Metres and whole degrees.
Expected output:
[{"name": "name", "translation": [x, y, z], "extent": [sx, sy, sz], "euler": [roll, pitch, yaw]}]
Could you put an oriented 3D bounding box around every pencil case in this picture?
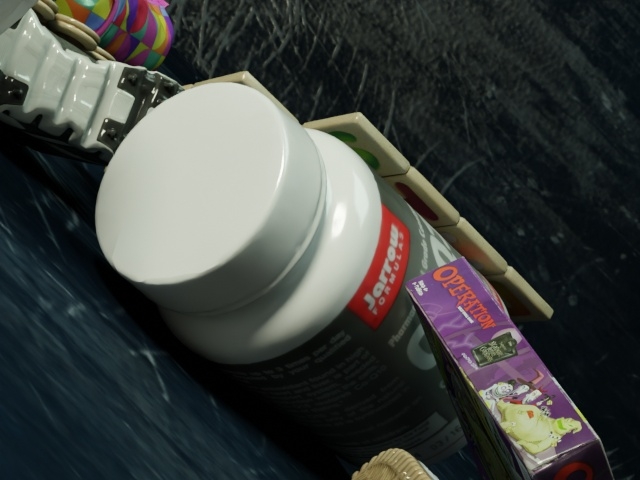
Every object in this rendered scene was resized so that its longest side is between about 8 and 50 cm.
[{"name": "pencil case", "translation": [-0.214, -0.218, 1.775], "extent": [0.104, 0.104, 0.236], "euler": [47, 6, 6]}]

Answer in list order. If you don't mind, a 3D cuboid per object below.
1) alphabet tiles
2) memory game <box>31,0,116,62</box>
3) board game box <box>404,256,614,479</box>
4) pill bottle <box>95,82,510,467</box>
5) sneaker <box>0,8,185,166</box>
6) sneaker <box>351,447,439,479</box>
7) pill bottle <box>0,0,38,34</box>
[{"name": "alphabet tiles", "translation": [0.000, 0.000, 1.340], "extent": [0.285, 0.011, 0.342], "euler": [-8, -42, 47]}, {"name": "memory game", "translation": [-0.222, -0.154, 1.219], "extent": [0.186, 0.012, 0.186], "euler": [25, -12, 5]}, {"name": "board game box", "translation": [0.153, 0.198, 1.102], "extent": [0.208, 0.056, 0.346], "euler": [51, -14, 57]}, {"name": "pill bottle", "translation": [-0.005, 0.028, 1.158], "extent": [0.283, 0.161, 0.161], "euler": [41, 7, -48]}, {"name": "sneaker", "translation": [-0.194, -0.103, 1.158], "extent": [0.234, 0.078, 0.106], "euler": [27, -17, -23]}, {"name": "sneaker", "translation": [0.083, 0.201, 0.871], "extent": [0.153, 0.099, 0.282], "euler": [45, 3, -11]}, {"name": "pill bottle", "translation": [-0.279, -0.248, 0.958], "extent": [0.318, 0.176, 0.176], "euler": [47, 5, 10]}]
